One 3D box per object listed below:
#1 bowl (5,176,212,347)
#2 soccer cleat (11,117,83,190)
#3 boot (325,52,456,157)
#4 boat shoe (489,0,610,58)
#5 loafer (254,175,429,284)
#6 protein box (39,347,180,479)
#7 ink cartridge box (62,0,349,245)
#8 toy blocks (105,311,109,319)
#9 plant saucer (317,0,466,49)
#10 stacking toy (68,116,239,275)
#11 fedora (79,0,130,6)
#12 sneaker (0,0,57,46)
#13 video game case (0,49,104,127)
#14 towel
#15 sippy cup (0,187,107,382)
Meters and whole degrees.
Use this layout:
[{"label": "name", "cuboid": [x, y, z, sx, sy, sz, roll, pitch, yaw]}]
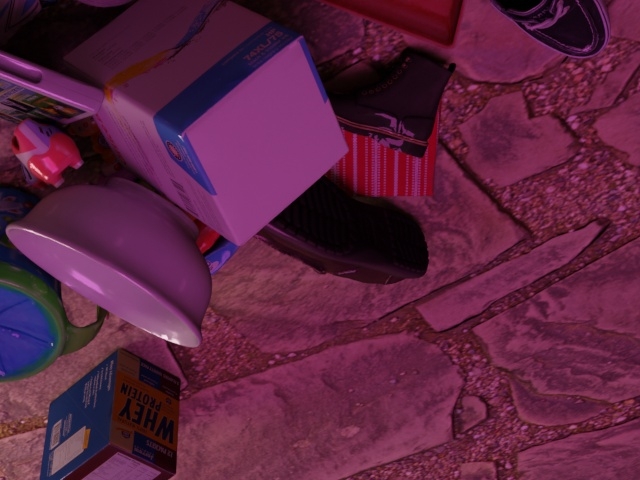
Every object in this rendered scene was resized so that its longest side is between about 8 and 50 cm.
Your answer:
[{"label": "bowl", "cuboid": [-0.253, 0.009, 1.829, 0.298, 0.134, 0.298, 27, 164, 8]}, {"label": "soccer cleat", "cuboid": [-0.374, -0.122, 1.862, 0.083, 0.248, 0.095, -43, 103, -9]}, {"label": "boot", "cuboid": [0.073, -0.208, 1.876, 0.198, 0.077, 0.137, 18, 102, -20]}, {"label": "boat shoe", "cuboid": [0.270, -0.313, 1.759, 0.108, 0.102, 0.301, -30, 129, 26]}, {"label": "loafer", "cuboid": [0.000, 0.000, 2.018, 0.130, 0.133, 0.366, -28, 142, 37]}, {"label": "protein box", "cuboid": [-0.351, 0.329, 2.322, 0.136, 0.199, 0.201, 32, 126, -30]}, {"label": "ink cartridge box", "cuboid": [-0.144, -0.168, 1.734, 0.197, 0.270, 0.198, -42, 137, -18]}, {"label": "toy blocks", "cuboid": [-0.268, 0.073, 2.169, 0.148, 0.054, 0.123, -2, 135, -1]}, {"label": "plant saucer", "cuboid": [0.073, -0.382, 1.663, 0.259, 0.047, 0.258, 23, 137, 13]}, {"label": "stacking toy", "cuboid": [-0.247, -0.085, 1.963, 0.175, 0.165, 0.302, -32, 114, 18]}, {"label": "fedora", "cuboid": [-0.296, -0.396, 1.605, 0.124, 0.243, 0.275, 1, 154, 40]}, {"label": "sneaker", "cuboid": [-0.390, -0.295, 1.764, 0.086, 0.085, 0.237, 29, 129, -16]}, {"label": "video game case", "cuboid": [-0.450, -0.212, 1.741, 0.300, 0.036, 0.329, 21, 172, -22]}, {"label": "towel", "cuboid": [0.032, -0.131, 1.989, 0.275, 0.031, 0.198, -1, 136, -2]}, {"label": "sippy cup", "cuboid": [-0.475, 0.049, 2.015, 0.240, 0.224, 0.305, -27, 131, 22]}]
